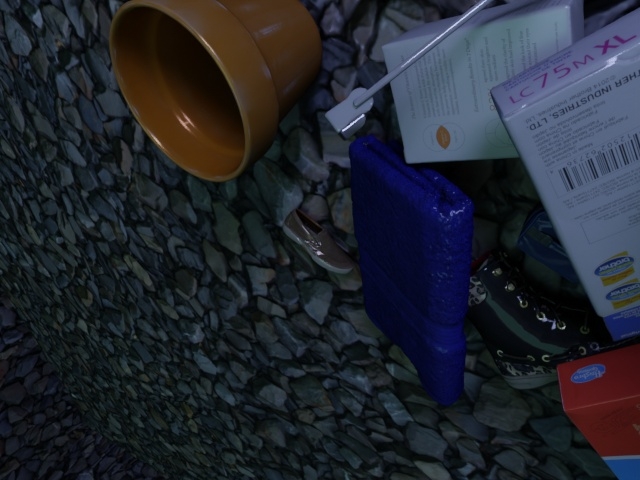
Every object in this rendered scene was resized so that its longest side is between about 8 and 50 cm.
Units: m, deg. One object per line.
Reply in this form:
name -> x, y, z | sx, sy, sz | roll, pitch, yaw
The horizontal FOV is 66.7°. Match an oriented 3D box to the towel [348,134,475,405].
towel -> 0.122, 0.034, 0.631 | 0.227, 0.076, 0.308 | -130, 24, -50

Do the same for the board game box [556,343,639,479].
board game box -> 0.449, 0.179, 0.481 | 0.316, 0.064, 0.242 | -30, 112, 34

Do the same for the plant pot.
plant pot -> -0.102, -0.204, 0.575 | 0.205, 0.188, 0.205 | 27, 142, 23

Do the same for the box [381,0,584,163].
box -> 0.166, -0.157, 0.487 | 0.170, 0.091, 0.130 | 3, 124, 35

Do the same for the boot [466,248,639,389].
boot -> 0.278, 0.083, 0.599 | 0.178, 0.085, 0.236 | 50, 136, -2

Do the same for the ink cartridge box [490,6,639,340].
ink cartridge box -> 0.296, -0.043, 0.418 | 0.186, 0.065, 0.311 | -26, 121, 23

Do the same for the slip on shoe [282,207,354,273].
slip on shoe -> 0.000, 0.000, 0.776 | 0.135, 0.051, 0.041 | 40, 126, 14

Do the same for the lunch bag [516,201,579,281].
lunch bag -> 0.277, 0.000, 0.545 | 0.098, 0.065, 0.067 | 33, 137, 13

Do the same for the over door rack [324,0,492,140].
over door rack -> 0.058, -0.267, 0.377 | 0.324, 0.108, 0.239 | -37, 86, 23
